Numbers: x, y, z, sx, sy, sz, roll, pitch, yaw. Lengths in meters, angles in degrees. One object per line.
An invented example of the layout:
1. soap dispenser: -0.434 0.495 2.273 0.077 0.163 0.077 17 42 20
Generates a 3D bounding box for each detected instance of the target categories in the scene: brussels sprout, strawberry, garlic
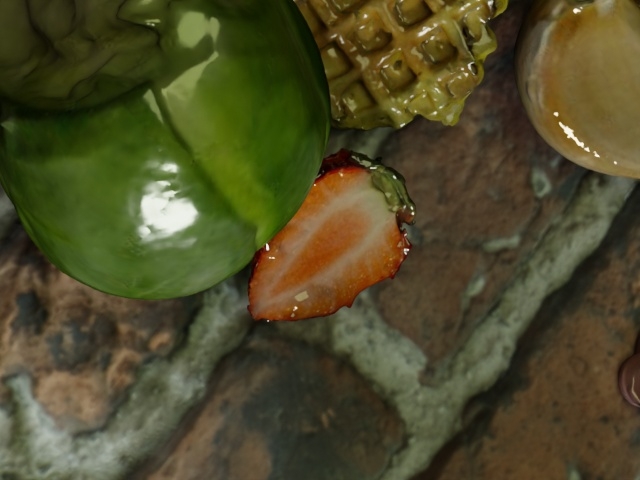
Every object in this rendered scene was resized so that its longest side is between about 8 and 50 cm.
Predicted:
1. brussels sprout: -0.143 -0.130 1.309 0.276 0.315 0.371 -26 56 3
2. strawberry: 0.000 0.000 1.451 0.187 0.082 0.146 -44 118 -13
3. garlic: 0.278 -0.142 1.531 0.245 0.164 0.145 42 54 -16

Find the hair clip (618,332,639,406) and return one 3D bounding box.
1. hair clip: 0.367 0.124 1.596 0.138 0.102 0.123 35 71 -47

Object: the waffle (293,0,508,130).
1. waffle: 0.027 -0.234 1.453 0.300 0.058 0.282 32 103 -3

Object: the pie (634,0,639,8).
1. pie: 0.316 -0.288 1.627 0.195 0.046 0.195 4 80 -21
